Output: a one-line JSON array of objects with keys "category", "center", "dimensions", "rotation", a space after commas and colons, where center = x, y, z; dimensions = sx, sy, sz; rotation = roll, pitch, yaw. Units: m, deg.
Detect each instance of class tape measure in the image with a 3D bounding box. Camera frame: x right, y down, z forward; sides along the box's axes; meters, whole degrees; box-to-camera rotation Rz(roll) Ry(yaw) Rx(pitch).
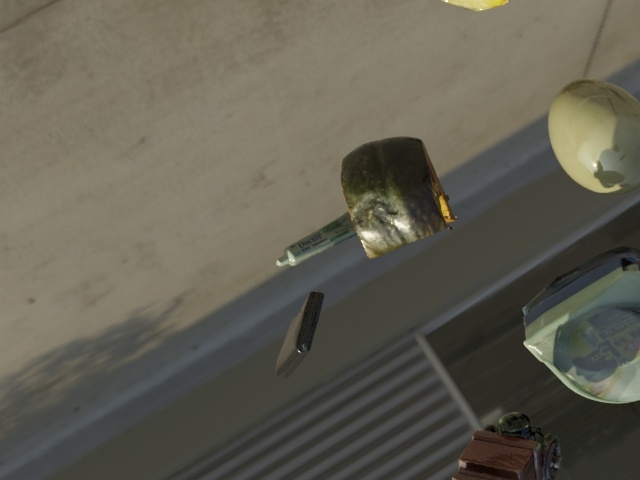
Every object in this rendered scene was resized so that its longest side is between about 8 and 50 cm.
[{"category": "tape measure", "center": [0.546, 0.177, 1.686], "dimensions": [0.259, 0.262, 0.138], "rotation": [-38, -171, 28]}]

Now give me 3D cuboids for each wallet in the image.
[{"category": "wallet", "center": [-0.046, 0.199, 1.904], "dimensions": [0.250, 0.044, 0.149], "rotation": [120, -12, -67]}]

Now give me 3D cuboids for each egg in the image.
[{"category": "egg", "center": [0.539, -0.200, 1.727], "dimensions": [0.186, 0.241, 0.186], "rotation": [-41, -175, 4]}]

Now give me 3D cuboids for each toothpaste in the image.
[{"category": "toothpaste", "center": [0.000, 0.000, 1.861], "dimensions": [0.218, 0.064, 0.041], "rotation": [-28, 149, -27]}]

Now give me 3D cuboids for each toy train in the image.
[{"category": "toy train", "center": [0.307, 0.442, 1.465], "dimensions": [0.150, 0.304, 0.221], "rotation": [4, -157, 31]}]

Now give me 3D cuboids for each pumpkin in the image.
[{"category": "pumpkin", "center": [0.140, -0.037, 1.436], "dimensions": [0.139, 0.190, 0.280], "rotation": [-20, 138, 14]}]

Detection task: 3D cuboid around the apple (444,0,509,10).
[{"category": "apple", "center": [0.378, -0.611, 1.865], "dimensions": [0.314, 0.252, 0.309], "rotation": [-11, -168, -42]}]
